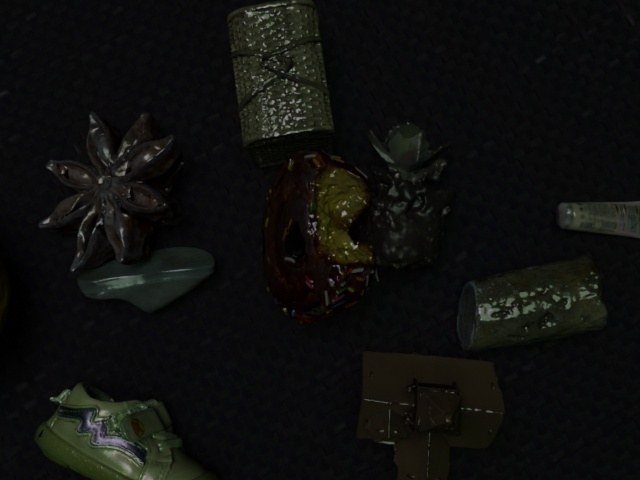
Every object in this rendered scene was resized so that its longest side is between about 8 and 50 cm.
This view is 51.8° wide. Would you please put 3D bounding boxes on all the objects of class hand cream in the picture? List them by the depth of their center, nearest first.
[{"bbox_3d":[0.416,-0.035,0.969,0.144,0.039,0.061,4,75,-8],"label":"hand cream"}]

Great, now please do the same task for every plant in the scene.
[{"bbox_3d":[0.115,-0.058,0.922,0.143,0.131,0.203,0,82,-12],"label":"plant"}]

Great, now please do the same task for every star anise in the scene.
[{"bbox_3d":[-0.282,-0.068,0.950,0.236,0.109,0.223,-47,59,6],"label":"star anise"}]

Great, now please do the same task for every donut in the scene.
[{"bbox_3d":[-0.001,-0.001,0.891,0.096,0.216,0.230,-1,62,-29],"label":"donut"}]

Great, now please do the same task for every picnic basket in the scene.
[{"bbox_3d":[-0.053,-0.221,0.942,0.134,0.154,0.196,-7,81,0],"label":"picnic basket"}]

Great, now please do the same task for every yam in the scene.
[{"bbox_3d":[0.285,0.091,0.916,0.194,0.107,0.107,-12,82,1],"label":"yam"}]

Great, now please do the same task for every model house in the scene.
[{"bbox_3d":[0.137,0.229,0.826,0.181,0.248,0.176,5,82,3],"label":"model house"}]

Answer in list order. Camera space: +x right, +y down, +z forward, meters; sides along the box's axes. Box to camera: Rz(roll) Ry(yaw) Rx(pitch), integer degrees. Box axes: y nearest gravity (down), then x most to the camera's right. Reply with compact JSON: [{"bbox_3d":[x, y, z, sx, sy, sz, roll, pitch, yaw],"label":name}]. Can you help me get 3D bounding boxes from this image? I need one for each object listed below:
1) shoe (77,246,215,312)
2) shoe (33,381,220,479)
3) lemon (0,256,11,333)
[{"bbox_3d":[-0.248,0.064,0.956,0.195,0.079,0.078,-7,116,-7],"label":"shoe"},{"bbox_3d":[-0.256,0.277,0.879,0.262,0.140,0.128,17,92,10],"label":"shoe"},{"bbox_3d":[-0.575,0.068,0.834,0.336,0.336,0.335,0,82,1],"label":"lemon"}]
